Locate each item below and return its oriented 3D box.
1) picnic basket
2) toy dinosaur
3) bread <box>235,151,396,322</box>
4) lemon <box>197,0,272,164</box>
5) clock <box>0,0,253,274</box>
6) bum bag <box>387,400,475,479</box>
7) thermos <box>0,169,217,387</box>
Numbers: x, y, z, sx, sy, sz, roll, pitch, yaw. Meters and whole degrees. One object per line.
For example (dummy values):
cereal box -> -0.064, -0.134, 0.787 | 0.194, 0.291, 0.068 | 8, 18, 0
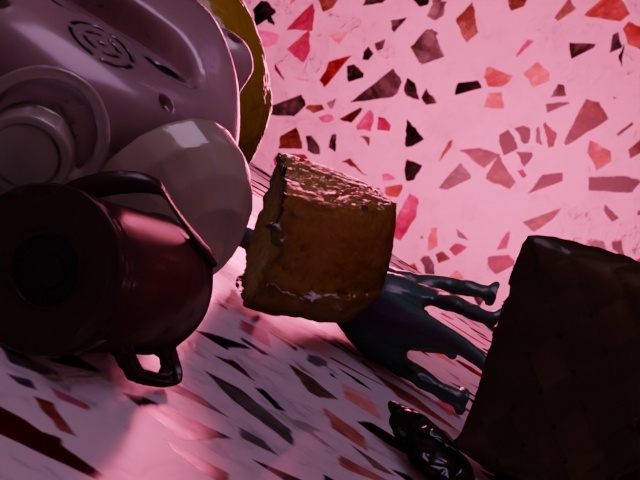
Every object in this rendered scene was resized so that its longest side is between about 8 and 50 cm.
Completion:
picnic basket -> 0.303, 0.146, 1.543 | 0.321, 0.254, 0.291 | 22, 0, 20
toy dinosaur -> 0.011, 0.052, 1.814 | 0.331, 0.129, 0.383 | 21, 6, -3
bread -> 0.000, 0.000, 1.682 | 0.139, 0.143, 0.229 | 10, 15, -5
lemon -> -0.172, -0.161, 1.776 | 0.245, 0.245, 0.320 | 26, 26, -51
clock -> -0.204, -0.117, 1.386 | 0.342, 0.184, 0.326 | 26, 23, -10
bum bag -> 0.082, 0.157, 1.353 | 0.058, 0.034, 0.124 | 40, 2, -20
thermos -> -0.121, 0.028, 1.067 | 0.232, 0.099, 0.124 | 22, 47, -76
